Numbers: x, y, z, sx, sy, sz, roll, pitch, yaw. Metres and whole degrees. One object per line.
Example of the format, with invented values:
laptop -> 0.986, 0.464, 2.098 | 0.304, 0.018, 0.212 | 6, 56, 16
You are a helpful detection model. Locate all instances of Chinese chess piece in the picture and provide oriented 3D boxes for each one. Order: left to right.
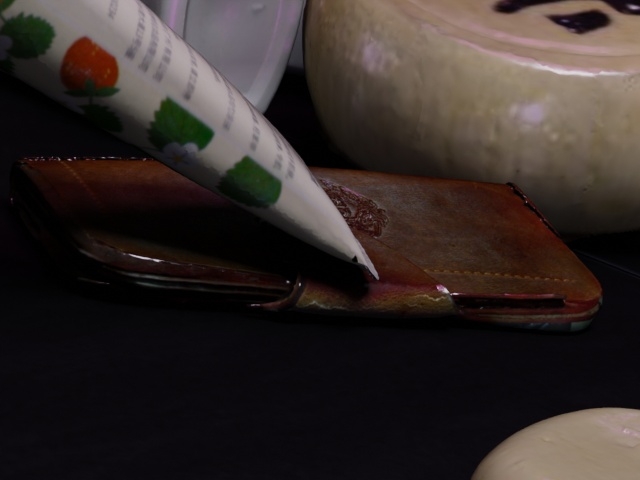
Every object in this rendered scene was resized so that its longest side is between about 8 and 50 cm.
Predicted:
Chinese chess piece -> 0.117, -0.106, 1.041 | 0.257, 0.104, 0.257 | 7, 33, -4

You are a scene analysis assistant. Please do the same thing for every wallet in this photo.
wallet -> 0.000, 0.000, 0.838 | 0.255, 0.031, 0.137 | 3, 22, -25

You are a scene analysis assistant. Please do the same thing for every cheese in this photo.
cheese -> 0.069, 0.088, 0.579 | 0.192, 0.037, 0.097 | -3, 21, -45

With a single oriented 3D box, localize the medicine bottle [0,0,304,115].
medicine bottle -> -0.146, -0.169, 1.070 | 0.111, 0.161, 0.296 | -7, 26, -45

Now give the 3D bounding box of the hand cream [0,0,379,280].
hand cream -> -0.080, -0.069, 0.729 | 0.276, 0.059, 0.095 | 35, 12, -34

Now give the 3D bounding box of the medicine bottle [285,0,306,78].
medicine bottle -> 0.035, -0.164, 1.259 | 0.324, 0.124, 0.179 | 14, 28, 0
